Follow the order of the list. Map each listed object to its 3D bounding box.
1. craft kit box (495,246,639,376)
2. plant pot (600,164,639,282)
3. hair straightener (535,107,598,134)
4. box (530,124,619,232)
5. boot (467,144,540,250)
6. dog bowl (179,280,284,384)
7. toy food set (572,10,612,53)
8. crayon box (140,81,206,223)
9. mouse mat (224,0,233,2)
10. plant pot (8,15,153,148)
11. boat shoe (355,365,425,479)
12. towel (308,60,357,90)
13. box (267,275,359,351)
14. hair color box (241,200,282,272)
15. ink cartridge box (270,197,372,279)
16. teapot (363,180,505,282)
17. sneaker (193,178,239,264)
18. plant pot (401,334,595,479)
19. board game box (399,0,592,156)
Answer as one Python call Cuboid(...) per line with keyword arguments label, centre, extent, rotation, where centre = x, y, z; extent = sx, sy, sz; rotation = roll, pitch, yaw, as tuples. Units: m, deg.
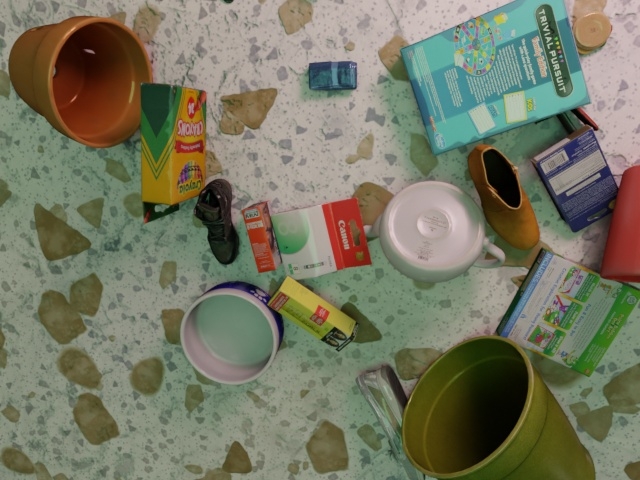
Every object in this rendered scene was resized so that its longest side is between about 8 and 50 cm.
Cuboid(label="craft kit box", centre=(0.607, 0.177, 1.197), extent=(0.247, 0.061, 0.249), rotation=(25, 105, 5))
Cuboid(label="plant pot", centre=(0.747, -0.032, 1.020), extent=(0.275, 0.275, 0.243), rotation=(5, 84, 7))
Cuboid(label="hair straightener", centre=(0.518, -0.307, 1.101), extent=(0.089, 0.047, 0.230), rotation=(-43, 94, 15))
Cuboid(label="box", centre=(0.594, -0.135, 1.114), extent=(0.136, 0.036, 0.225), rotation=(-33, 114, 14))
Cuboid(label="boot", centre=(0.418, -0.081, 1.083), extent=(0.104, 0.211, 0.295), rotation=(-31, 97, 15))
Cuboid(label="dog bowl", centre=(-0.236, 0.247, 1.312), extent=(0.265, 0.104, 0.264), rotation=(2, 103, 8))
Cuboid(label="toy food set", centre=(0.598, -0.461, 1.068), extent=(0.083, 0.020, 0.083), rotation=(-26, 97, 13))
Cuboid(label="crayon box", centre=(-0.351, -0.209, 1.176), extent=(0.081, 0.202, 0.318), rotation=(7, 105, 7))
Cuboid(label="mouse mat", centre=(-0.246, -0.684, 1.151), extent=(0.190, 0.007, 0.152), rotation=(39, 105, -1))
Cuboid(label="plant pot", centre=(-0.576, -0.383, 1.146), extent=(0.204, 0.291, 0.290), rotation=(19, 106, 21))
Cuboid(label="boat shoe", centre=(0.199, 0.497, 1.303), extent=(0.103, 0.118, 0.320), rotation=(-22, 95, 19))
Cuboid(label="towel", centre=(0.029, -0.396, 1.164), extent=(0.120, 0.029, 0.067), rotation=(1, 102, 9))
Cuboid(label="box", centre=(-0.018, 0.194, 1.267), extent=(0.232, 0.058, 0.087), rotation=(36, 133, -6))
Cuboid(label="hair color box", centre=(-0.144, -0.011, 1.243), extent=(0.053, 0.093, 0.167), rotation=(-12, 101, 14))
Cuboid(label="ink cartridge box", centre=(0.000, 0.000, 1.224), extent=(0.225, 0.056, 0.181), rotation=(-9, 101, 25))
Cuboid(label="teapot", centre=(0.262, -0.004, 1.144), extent=(0.253, 0.187, 0.256), rotation=(-27, 68, -3))
Cuboid(label="sneaker", centre=(-0.269, -0.037, 1.240), extent=(0.087, 0.130, 0.227), rotation=(2, 105, 10))
Cuboid(label="plant pot", centre=(0.450, 0.481, 1.163), extent=(0.353, 0.366, 0.366), rotation=(42, 105, -15))
Cuboid(label="board game box", centre=(0.377, -0.363, 1.070), extent=(0.336, 0.079, 0.253), rotation=(-16, 100, 21))
